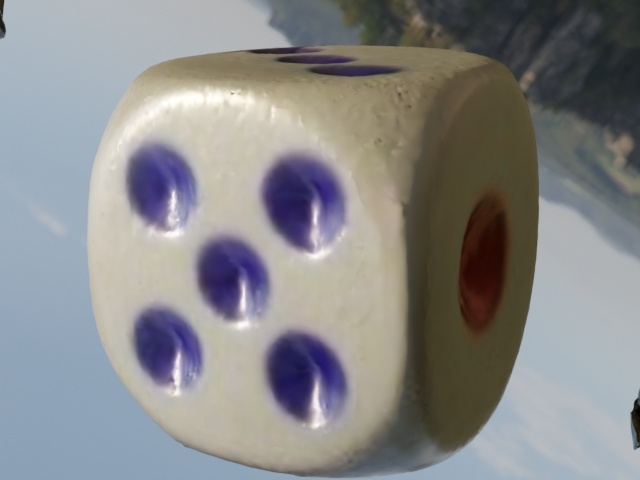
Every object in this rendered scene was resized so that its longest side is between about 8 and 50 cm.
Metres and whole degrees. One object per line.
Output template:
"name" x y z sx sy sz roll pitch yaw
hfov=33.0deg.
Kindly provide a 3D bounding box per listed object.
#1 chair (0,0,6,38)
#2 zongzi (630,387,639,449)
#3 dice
"chair" -0.387 -0.246 0.979 0.188 0.166 0.272 -3 -124 -4
"zongzi" 0.474 0.316 0.761 0.500 0.218 0.467 54 -178 -27
"dice" 0.000 0.000 0.904 0.304 0.304 0.277 7 -162 29
